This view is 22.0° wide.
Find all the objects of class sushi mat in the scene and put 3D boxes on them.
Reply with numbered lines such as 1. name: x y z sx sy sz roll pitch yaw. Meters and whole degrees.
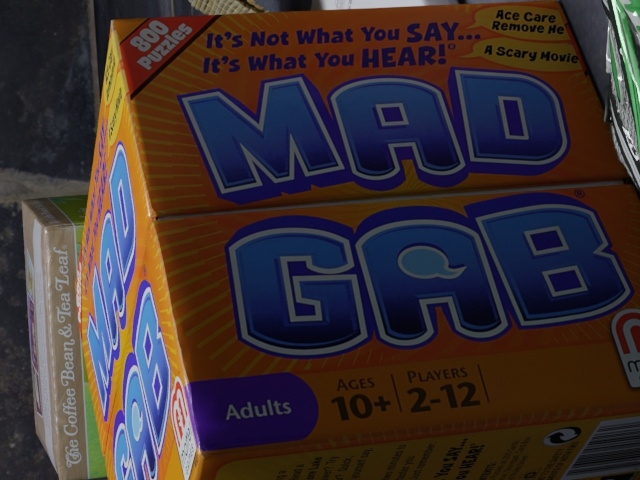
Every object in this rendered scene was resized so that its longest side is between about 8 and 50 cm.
1. sushi mat: -0.079 -0.241 1.836 0.019 0.151 0.316 -56 7 -1

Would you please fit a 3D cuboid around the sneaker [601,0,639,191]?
1. sneaker: 0.209 -0.124 0.978 0.146 0.134 0.344 139 124 -71

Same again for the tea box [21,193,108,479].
1. tea box: -0.207 0.110 2.124 0.220 0.323 0.329 -149 54 -70

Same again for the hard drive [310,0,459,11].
1. hard drive: 0.066 -0.191 1.596 0.353 0.047 0.233 -110 23 -44

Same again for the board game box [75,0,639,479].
1. board game box: 0.022 0.070 1.271 0.356 0.356 0.356 109 151 -54
